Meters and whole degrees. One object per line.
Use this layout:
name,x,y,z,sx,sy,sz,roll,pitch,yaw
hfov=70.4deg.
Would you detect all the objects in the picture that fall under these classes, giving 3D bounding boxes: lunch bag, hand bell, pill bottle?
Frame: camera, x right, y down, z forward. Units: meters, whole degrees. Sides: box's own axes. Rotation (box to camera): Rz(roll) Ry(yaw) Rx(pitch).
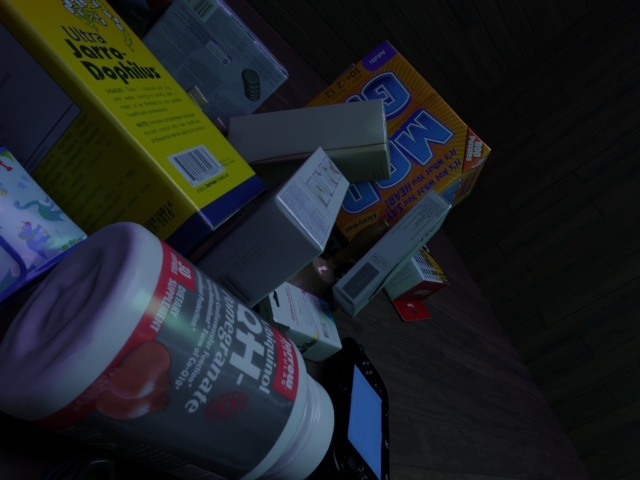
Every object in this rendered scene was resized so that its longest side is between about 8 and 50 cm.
lunch bag,-0.323,0.001,0.421,0.129,0.096,0.151,51,35,-10
hand bell,0.037,0.034,0.900,0.126,0.242,0.126,42,23,-23
pill bottle,-0.124,0.141,0.462,0.318,0.176,0.176,46,20,-37

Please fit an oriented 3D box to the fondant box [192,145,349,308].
fondant box,-0.083,-0.012,0.725,0.096,0.238,0.330,47,22,-11

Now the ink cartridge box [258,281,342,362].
ink cartridge box,-0.049,0.140,0.802,0.181,0.061,0.104,33,28,-43

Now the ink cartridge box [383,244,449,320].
ink cartridge box,0.301,0.113,1.486,0.309,0.130,0.272,12,45,-60

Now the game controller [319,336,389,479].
game controller,0.068,0.307,0.774,0.166,0.067,0.319,47,22,-13

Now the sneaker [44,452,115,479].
sneaker,-0.177,0.252,0.331,0.067,0.078,0.188,29,31,-46

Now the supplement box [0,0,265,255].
supplement box,-0.274,-0.121,0.561,0.357,0.194,0.195,49,21,-8

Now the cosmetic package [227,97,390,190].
cosmetic package,-0.017,-0.186,0.925,0.160,0.308,0.113,45,41,-72

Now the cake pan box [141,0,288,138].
cake pan box,-0.243,-0.360,0.946,0.266,0.245,0.070,41,20,-24

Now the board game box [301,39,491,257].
board game box,0.147,-0.184,1.159,0.356,0.356,0.356,52,3,14

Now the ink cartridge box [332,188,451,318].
ink cartridge box,0.139,0.048,0.939,0.060,0.275,0.239,42,-13,16

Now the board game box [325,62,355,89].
board game box,0.060,-0.469,1.667,0.097,0.303,0.224,35,27,-38

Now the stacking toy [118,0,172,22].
stacking toy,-0.423,-0.550,0.983,0.279,0.131,0.308,5,10,-32

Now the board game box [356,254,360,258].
board game box,0.161,-0.065,1.454,0.027,0.145,0.281,46,22,-24

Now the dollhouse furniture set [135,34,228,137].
dollhouse furniture set,-0.299,-0.204,0.796,0.259,0.135,0.262,55,18,-27

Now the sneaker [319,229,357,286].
sneaker,0.000,0.000,1.110,0.281,0.106,0.162,54,10,-12
